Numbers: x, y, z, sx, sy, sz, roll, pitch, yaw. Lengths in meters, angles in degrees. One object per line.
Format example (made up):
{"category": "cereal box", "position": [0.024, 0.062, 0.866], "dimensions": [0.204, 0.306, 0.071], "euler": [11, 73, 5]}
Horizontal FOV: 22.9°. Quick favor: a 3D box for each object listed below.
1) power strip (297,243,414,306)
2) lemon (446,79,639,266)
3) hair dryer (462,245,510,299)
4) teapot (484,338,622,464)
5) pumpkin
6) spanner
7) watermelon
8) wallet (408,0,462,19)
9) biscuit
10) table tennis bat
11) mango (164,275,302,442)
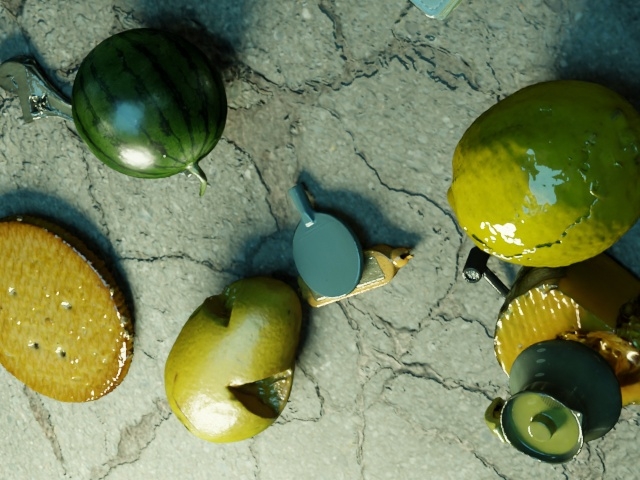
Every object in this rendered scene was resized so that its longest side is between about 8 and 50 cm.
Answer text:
{"category": "power strip", "position": [0.046, 0.040, 2.009], "dimensions": [0.178, 0.028, 0.049], "euler": [-20, 103, 36]}
{"category": "lemon", "position": [0.255, -0.073, 1.725], "dimensions": [0.260, 0.204, 0.204], "euler": [-18, 104, 37]}
{"category": "hair dryer", "position": [0.207, 0.049, 1.917], "dimensions": [0.026, 0.047, 0.083], "euler": [-31, 111, 37]}
{"category": "teapot", "position": [0.248, 0.181, 1.740], "dimensions": [0.166, 0.119, 0.130], "euler": [-22, 106, 39]}
{"category": "pumpkin", "position": [0.341, 0.093, 1.799], "dimensions": [0.280, 0.139, 0.190], "euler": [-8, 110, 31]}
{"category": "spanner", "position": [-0.303, -0.161, 2.114], "dimensions": [0.325, 0.026, 0.093], "euler": [25, 123, 15]}
{"category": "watermelon", "position": [-0.205, -0.158, 1.950], "dimensions": [0.188, 0.188, 0.214], "euler": [-40, 78, 38]}
{"category": "wallet", "position": [0.092, -0.381, 1.740], "dimensions": [0.250, 0.075, 0.176], "euler": [44, 124, 5]}
{"category": "biscuit", "position": [-0.392, 0.100, 2.288], "dimensions": [0.305, 0.038, 0.305], "euler": [14, 121, 25]}
{"category": "table tennis bat", "position": [0.000, 0.000, 1.998], "dimensions": [0.100, 0.019, 0.155], "euler": [-31, 82, 35]}
{"category": "mango", "position": [-0.110, 0.156, 2.099], "dimensions": [0.167, 0.130, 0.262], "euler": [28, 120, 12]}
